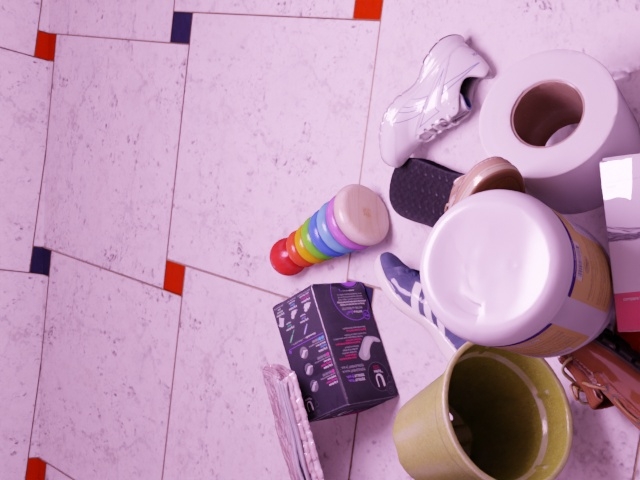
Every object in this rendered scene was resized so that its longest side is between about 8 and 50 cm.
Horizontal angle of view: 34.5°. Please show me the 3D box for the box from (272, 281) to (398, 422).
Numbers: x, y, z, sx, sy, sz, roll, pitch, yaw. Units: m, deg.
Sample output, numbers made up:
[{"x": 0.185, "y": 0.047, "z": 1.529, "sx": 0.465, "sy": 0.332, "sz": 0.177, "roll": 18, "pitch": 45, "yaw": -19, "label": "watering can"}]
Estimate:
[{"x": 0.031, "y": 0.239, "z": 2.238, "sx": 0.143, "sy": 0.165, "sz": 0.270, "roll": -32, "pitch": 68, "yaw": 41, "label": "box"}]

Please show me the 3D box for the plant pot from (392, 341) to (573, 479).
[{"x": 0.267, "y": 0.338, "z": 1.871, "sx": 0.254, "sy": 0.276, "sz": 0.276, "roll": -38, "pitch": 64, "yaw": 54, "label": "plant pot"}]

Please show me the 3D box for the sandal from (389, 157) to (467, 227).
[{"x": 0.301, "y": -0.061, "z": 2.032, "sx": 0.446, "sy": 0.107, "sz": 0.167, "roll": 38, "pitch": 118, "yaw": 51, "label": "sandal"}]

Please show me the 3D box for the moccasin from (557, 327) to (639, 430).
[{"x": 0.508, "y": 0.250, "z": 1.805, "sx": 0.380, "sy": 0.139, "sz": 0.147, "roll": 38, "pitch": 107, "yaw": 27, "label": "moccasin"}]

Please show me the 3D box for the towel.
[{"x": -0.055, "y": 0.439, "z": 2.260, "sx": 0.317, "sy": 0.053, "sz": 0.331, "roll": 154, "pitch": 102, "yaw": -81, "label": "towel"}]

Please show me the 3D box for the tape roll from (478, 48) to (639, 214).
[{"x": 0.419, "y": -0.186, "z": 1.798, "sx": 0.246, "sy": 0.169, "sz": 0.246, "roll": -12, "pitch": 64, "yaw": 27, "label": "tape roll"}]

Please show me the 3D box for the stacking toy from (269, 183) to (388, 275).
[{"x": 0.000, "y": 0.000, "z": 2.302, "sx": 0.330, "sy": 0.141, "sz": 0.141, "roll": -32, "pitch": 68, "yaw": 46, "label": "stacking toy"}]

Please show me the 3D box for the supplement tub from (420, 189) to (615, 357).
[{"x": 0.332, "y": 0.064, "z": 1.662, "sx": 0.241, "sy": 0.331, "sz": 0.241, "roll": -7, "pitch": 76, "yaw": 30, "label": "supplement tub"}]

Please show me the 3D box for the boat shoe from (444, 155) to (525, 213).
[{"x": 0.265, "y": -0.065, "z": 1.779, "sx": 0.341, "sy": 0.122, "sz": 0.110, "roll": 94, "pitch": 161, "yaw": -65, "label": "boat shoe"}]

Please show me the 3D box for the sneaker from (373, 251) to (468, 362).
[{"x": 0.254, "y": 0.115, "z": 2.059, "sx": 0.350, "sy": 0.131, "sz": 0.148, "roll": 46, "pitch": 114, "yaw": 27, "label": "sneaker"}]

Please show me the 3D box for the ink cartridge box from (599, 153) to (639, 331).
[{"x": 0.564, "y": 0.001, "z": 1.684, "sx": 0.117, "sy": 0.207, "sz": 0.283, "roll": -8, "pitch": 85, "yaw": 42, "label": "ink cartridge box"}]

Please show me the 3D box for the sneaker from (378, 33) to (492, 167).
[{"x": 0.224, "y": -0.265, "z": 2.071, "sx": 0.129, "sy": 0.111, "sz": 0.297, "roll": 43, "pitch": 110, "yaw": 26, "label": "sneaker"}]
